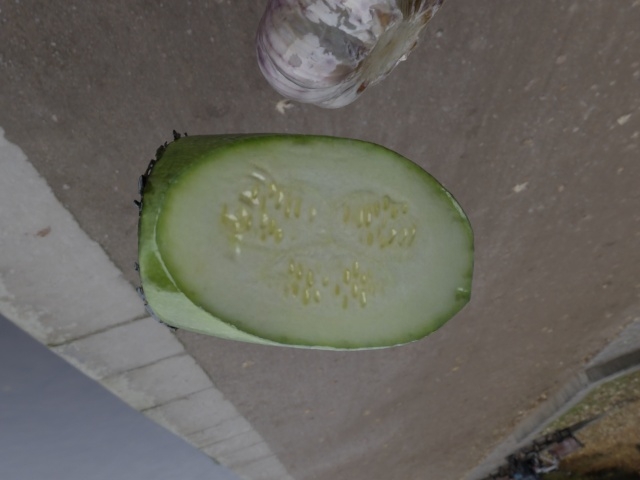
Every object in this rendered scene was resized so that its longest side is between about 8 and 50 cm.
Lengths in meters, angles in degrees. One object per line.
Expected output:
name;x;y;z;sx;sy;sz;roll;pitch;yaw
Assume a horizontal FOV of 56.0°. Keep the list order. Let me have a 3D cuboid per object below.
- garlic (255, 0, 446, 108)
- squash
garlic;0.019;-0.171;0.444;0.159;0.102;0.147;-41;165;-12
squash;0.000;0.000;0.515;0.260;0.190;0.189;5;156;14
